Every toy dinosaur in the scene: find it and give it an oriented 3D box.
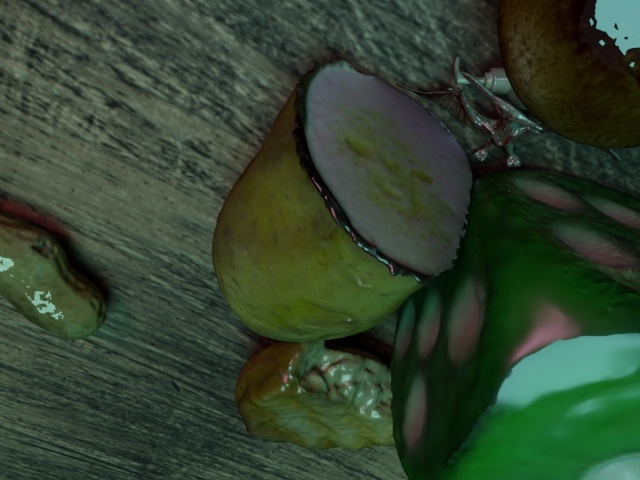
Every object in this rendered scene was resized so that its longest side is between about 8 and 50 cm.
[{"bbox_3d":[0.177,-0.111,0.500,0.220,0.032,0.108,19,167,14],"label":"toy dinosaur"}]

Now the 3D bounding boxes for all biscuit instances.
[{"bbox_3d":[0.004,0.212,0.690,0.213,0.091,0.274,-28,136,33],"label":"biscuit"}]

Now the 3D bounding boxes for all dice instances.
[{"bbox_3d":[0.248,0.112,0.522,0.297,0.287,0.300,12,123,-6],"label":"dice"}]

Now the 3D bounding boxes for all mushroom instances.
[{"bbox_3d":[0.248,-0.214,0.367,0.278,0.163,0.297,11,102,-4],"label":"mushroom"}]

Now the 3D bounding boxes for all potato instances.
[{"bbox_3d":[0.000,0.000,0.522,0.229,0.229,0.266,30,135,-17],"label":"potato"}]

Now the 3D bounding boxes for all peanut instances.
[{"bbox_3d":[-0.341,0.042,0.604,0.099,0.099,0.214,-22,118,15],"label":"peanut"}]

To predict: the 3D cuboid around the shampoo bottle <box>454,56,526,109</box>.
[{"bbox_3d":[0.226,-0.151,0.489,0.195,0.056,0.056,0,123,1],"label":"shampoo bottle"}]
